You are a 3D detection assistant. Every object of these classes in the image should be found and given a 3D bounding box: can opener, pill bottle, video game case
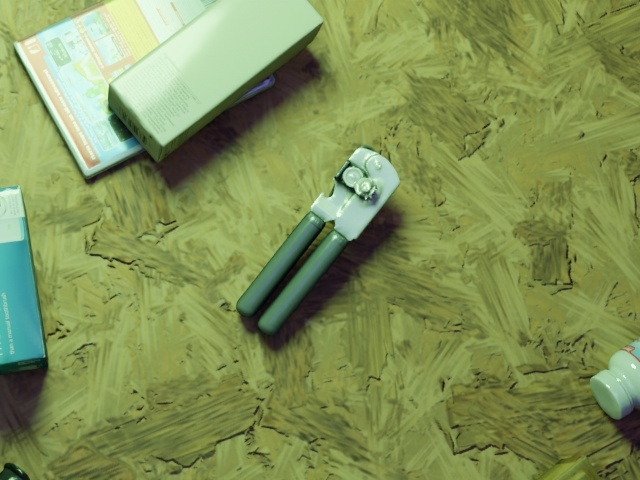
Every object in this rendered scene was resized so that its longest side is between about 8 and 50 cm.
[{"bbox_3d":[0.000,0.000,1.821,0.074,0.093,0.280,38,84,1],"label":"can opener"},{"bbox_3d":[0.439,0.168,1.853,0.160,0.087,0.087,-30,85,-15],"label":"pill bottle"},{"bbox_3d":[-0.230,-0.232,1.852,0.285,0.025,0.204,-28,85,-14],"label":"video game case"}]

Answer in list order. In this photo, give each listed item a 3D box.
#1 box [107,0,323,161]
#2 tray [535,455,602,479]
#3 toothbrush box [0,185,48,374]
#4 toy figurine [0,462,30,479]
[{"bbox_3d":[-0.136,-0.231,1.806,0.275,0.094,0.113,-38,88,-15],"label":"box"},{"bbox_3d":[0.361,0.499,1.755,0.202,0.076,0.411,-34,89,-22],"label":"tray"},{"bbox_3d":[-0.492,0.068,1.697,0.295,0.126,0.216,-8,80,-10],"label":"toothbrush box"},{"bbox_3d":[-0.451,0.293,1.614,0.213,0.209,0.148,43,61,-1],"label":"toy figurine"}]
